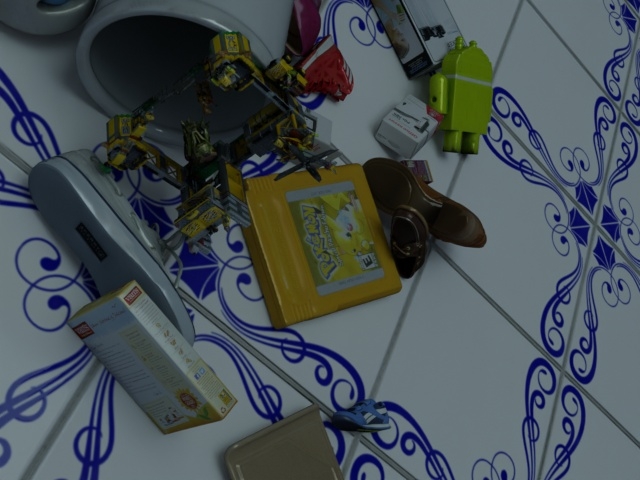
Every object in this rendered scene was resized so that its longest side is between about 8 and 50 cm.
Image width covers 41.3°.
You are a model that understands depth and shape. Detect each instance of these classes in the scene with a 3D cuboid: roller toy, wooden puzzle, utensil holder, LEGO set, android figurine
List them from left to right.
[{"bbox_3d":[-0.441,-0.440,1.339,0.191,0.146,0.209,21,60,-14],"label":"roller toy"},{"bbox_3d":[-0.201,-0.406,1.447,0.328,0.327,0.385,30,54,-29],"label":"utensil holder"},{"bbox_3d":[-0.157,-0.126,1.268,0.255,0.331,0.192,46,22,-46],"label":"LEGO set"},{"bbox_3d":[-0.050,0.424,1.444,0.221,0.044,0.238,-17,89,-44],"label":"wooden puzzle"},{"bbox_3d":[0.339,-0.341,2.011,0.248,0.056,0.273,-5,98,-49],"label":"android figurine"}]

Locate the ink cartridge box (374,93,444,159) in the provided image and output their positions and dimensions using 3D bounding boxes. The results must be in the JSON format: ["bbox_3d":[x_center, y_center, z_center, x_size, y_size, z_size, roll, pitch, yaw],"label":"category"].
[{"bbox_3d":[0.198,-0.254,1.891,0.099,0.056,0.135,34,47,9],"label":"ink cartridge box"}]

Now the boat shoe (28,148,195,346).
[{"bbox_3d":[-0.295,0.011,1.345,0.367,0.136,0.156,53,37,-3],"label":"boat shoe"}]

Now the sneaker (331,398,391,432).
[{"bbox_3d":[0.073,0.324,1.581,0.144,0.053,0.059,17,63,-45],"label":"sneaker"}]

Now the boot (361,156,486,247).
[{"bbox_3d":[0.228,-0.073,1.823,0.109,0.283,0.220,-65,156,1],"label":"boot"}]

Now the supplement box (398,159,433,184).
[{"bbox_3d":[0.204,-0.147,1.886,0.083,0.043,0.055,-4,75,-42],"label":"supplement box"}]

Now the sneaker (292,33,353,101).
[{"bbox_3d":[0.005,-0.328,1.757,0.128,0.087,0.221,48,50,-15],"label":"sneaker"}]

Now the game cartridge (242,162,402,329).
[{"bbox_3d":[0.000,0.000,1.646,0.324,0.053,0.285,-13,82,-45],"label":"game cartridge"}]

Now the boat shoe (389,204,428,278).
[{"bbox_3d":[0.178,0.008,1.725,0.073,0.073,0.207,-59,153,-23],"label":"boat shoe"}]

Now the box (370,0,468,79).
[{"bbox_3d":[0.224,-0.546,2.033,0.169,0.087,0.290,-27,92,-43],"label":"box"}]

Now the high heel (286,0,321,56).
[{"bbox_3d":[-0.129,-0.540,1.687,0.377,0.127,0.181,37,42,-29],"label":"high heel"}]

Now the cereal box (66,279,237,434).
[{"bbox_3d":[-0.254,0.180,1.268,0.240,0.173,0.047,53,48,-13],"label":"cereal box"}]

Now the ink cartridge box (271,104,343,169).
[{"bbox_3d":[-0.051,-0.209,1.647,0.180,0.104,0.060,24,57,-33],"label":"ink cartridge box"}]
